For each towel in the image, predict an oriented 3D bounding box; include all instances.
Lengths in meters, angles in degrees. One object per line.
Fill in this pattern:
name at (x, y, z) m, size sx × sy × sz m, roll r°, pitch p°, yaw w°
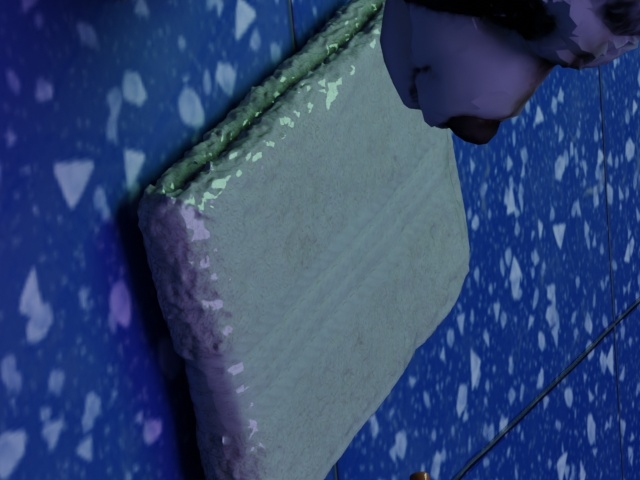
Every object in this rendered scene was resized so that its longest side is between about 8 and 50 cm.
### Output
towel at (0.000, 0.000, 0.908) m, size 0.282 × 0.049 × 0.187 m, roll -47°, pitch 130°, yaw -51°

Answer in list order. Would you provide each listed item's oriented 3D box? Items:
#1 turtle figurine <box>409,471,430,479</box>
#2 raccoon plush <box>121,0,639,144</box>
turtle figurine at (-0.014, 0.196, 0.837) m, size 0.217 × 0.087 × 0.269 m, roll 82°, pitch 31°, yaw -61°
raccoon plush at (0.021, -0.261, 0.656) m, size 0.216 × 0.299 × 0.446 m, roll -34°, pitch 121°, yaw -58°
